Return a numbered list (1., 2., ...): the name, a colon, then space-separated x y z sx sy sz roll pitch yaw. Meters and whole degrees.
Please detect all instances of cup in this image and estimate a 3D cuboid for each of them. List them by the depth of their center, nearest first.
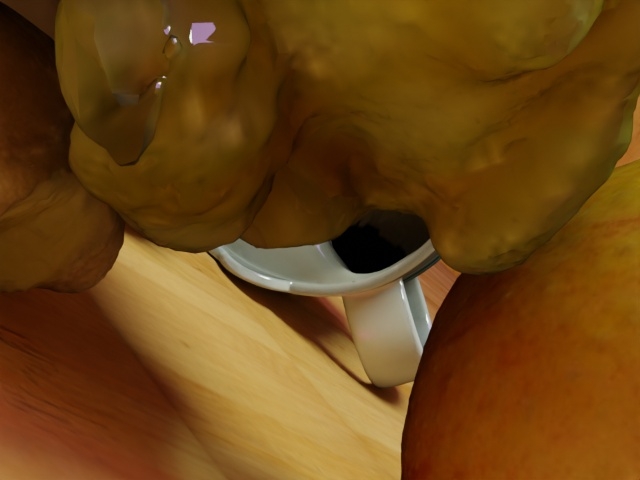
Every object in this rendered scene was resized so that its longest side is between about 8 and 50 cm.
1. cup: 0.024 -0.037 1.069 0.257 0.219 0.289 11 62 -81

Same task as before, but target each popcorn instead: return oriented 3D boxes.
1. popcorn: 0.041 -0.135 0.540 0.335 0.279 0.274 -82 152 -74

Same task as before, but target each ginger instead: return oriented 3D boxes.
1. ginger: -0.182 -0.082 0.486 0.294 0.086 0.131 36 26 -17

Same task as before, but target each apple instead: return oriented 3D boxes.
1. apple: 0.179 0.108 0.580 0.275 0.299 0.299 -1 -11 19

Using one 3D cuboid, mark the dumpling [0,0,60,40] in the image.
1. dumpling: -0.156 -0.129 0.692 0.293 0.163 0.204 52 -10 10
